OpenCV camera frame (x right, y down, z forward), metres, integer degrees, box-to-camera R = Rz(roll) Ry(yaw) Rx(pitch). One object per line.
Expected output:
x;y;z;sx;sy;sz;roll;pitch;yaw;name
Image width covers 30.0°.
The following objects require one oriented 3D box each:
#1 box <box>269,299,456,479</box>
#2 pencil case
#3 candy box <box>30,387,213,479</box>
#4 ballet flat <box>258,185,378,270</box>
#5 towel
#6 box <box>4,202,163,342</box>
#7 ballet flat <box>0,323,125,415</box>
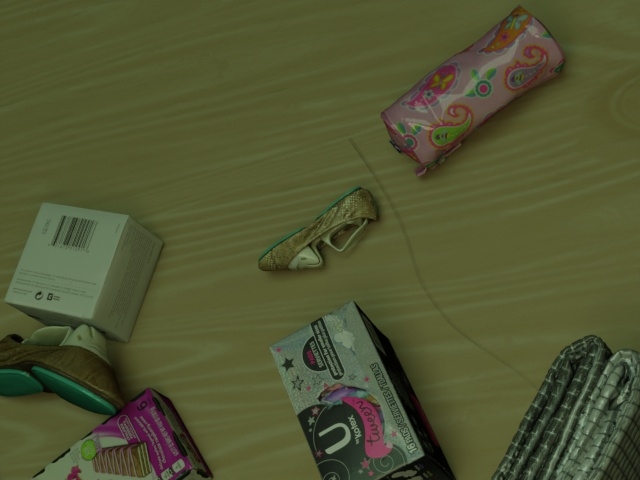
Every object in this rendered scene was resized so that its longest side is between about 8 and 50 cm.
0.053;0.236;1.610;0.142;0.163;0.247;-30;58;7;box
0.225;-0.223;1.779;0.284;0.124;0.124;-38;57;5;pencil case
-0.297;0.353;1.771;0.233;0.071;0.159;-39;57;4;candy box
0.000;0.000;1.805;0.206;0.073;0.067;-37;71;9;ballet flat
0.312;0.277;1.434;0.121;0.235;0.284;22;76;33;towel
-0.379;0.050;1.920;0.181;0.119;0.182;8;71;27;box
-0.405;0.189;1.856;0.342;0.116;0.124;-1;49;44;ballet flat
